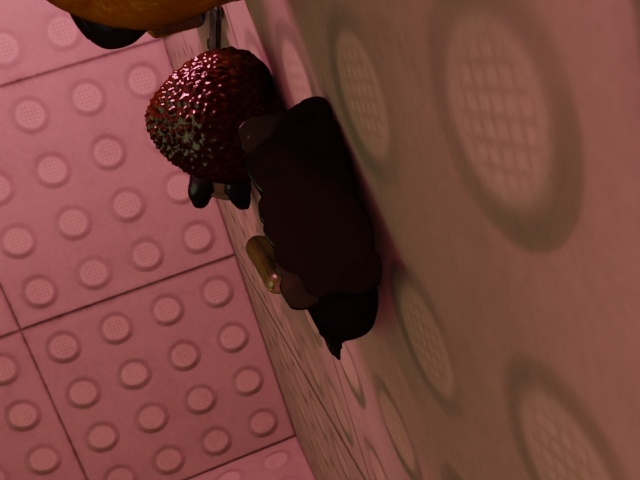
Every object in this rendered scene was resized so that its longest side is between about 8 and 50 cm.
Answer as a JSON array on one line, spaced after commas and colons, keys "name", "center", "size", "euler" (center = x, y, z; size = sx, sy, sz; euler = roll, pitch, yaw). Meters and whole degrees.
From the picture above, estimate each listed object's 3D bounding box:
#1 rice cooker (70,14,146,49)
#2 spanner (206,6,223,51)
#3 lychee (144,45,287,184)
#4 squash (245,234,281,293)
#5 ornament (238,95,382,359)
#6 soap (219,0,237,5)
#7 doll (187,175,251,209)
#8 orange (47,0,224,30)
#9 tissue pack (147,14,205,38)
[{"name": "rice cooker", "center": [-0.387, -0.434, 1.344], "size": [0.203, 0.118, 0.142], "euler": [14, 142, 45]}, {"name": "spanner", "center": [-0.198, -0.393, 1.337], "size": [0.302, 0.017, 0.071], "euler": [145, 106, -80]}, {"name": "lychee", "center": [-0.134, -0.162, 0.982], "size": [0.194, 0.194, 0.195], "euler": [160, 90, -80]}, {"name": "squash", "center": [-0.116, 0.050, 1.605], "size": [0.229, 0.066, 0.066], "euler": [-126, 19, -59]}, {"name": "ornament", "center": [0.000, 0.000, 0.822], "size": [0.260, 0.106, 0.251], "euler": [72, -178, -72]}, {"name": "soap", "center": [-0.174, -0.425, 0.920], "size": [0.037, 0.092, 0.252], "euler": [-123, 16, -61]}, {"name": "doll", "center": [-0.233, -0.142, 1.704], "size": [0.234, 0.143, 0.135], "euler": [116, 157, -78]}, {"name": "orange", "center": [-0.182, -0.336, 0.673], "size": [0.279, 0.278, 0.235], "euler": [97, -179, -69]}, {"name": "tissue pack", "center": [-0.348, -0.563, 1.486], "size": [0.271, 0.133, 0.192], "euler": [-119, 13, -45]}]
